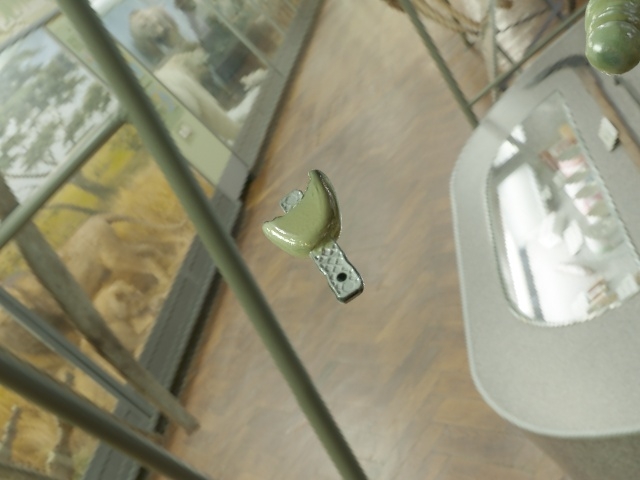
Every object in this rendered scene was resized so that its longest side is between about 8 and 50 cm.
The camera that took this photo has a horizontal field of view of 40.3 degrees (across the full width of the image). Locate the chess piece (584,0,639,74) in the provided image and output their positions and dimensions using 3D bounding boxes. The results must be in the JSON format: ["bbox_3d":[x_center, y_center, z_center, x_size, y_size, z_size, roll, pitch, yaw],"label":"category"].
[{"bbox_3d":[0.539,-0.373,1.585,0.133,0.133,0.243,-34,14,36],"label":"chess piece"}]

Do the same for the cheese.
[{"bbox_3d":[0.000,-0.001,1.260,0.127,0.050,0.235,-33,50,-2],"label":"cheese"}]
